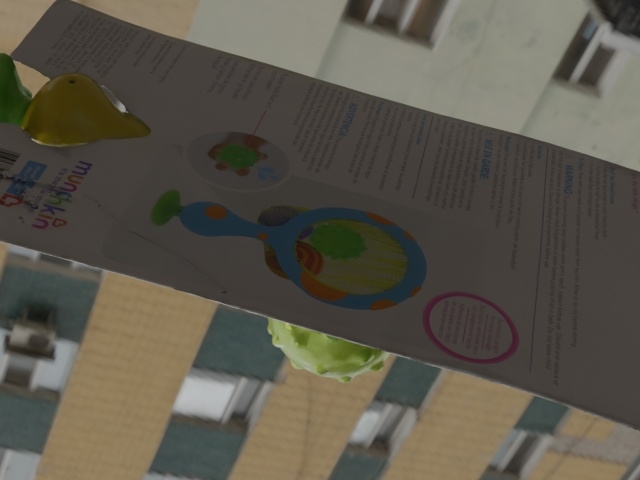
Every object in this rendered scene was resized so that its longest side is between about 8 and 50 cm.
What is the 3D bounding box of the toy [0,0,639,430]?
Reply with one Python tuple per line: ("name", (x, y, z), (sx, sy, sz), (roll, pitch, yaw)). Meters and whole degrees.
("toy", (0.000, 0.000, 0.394), (0.237, 0.056, 0.137), (19, -143, 0))
